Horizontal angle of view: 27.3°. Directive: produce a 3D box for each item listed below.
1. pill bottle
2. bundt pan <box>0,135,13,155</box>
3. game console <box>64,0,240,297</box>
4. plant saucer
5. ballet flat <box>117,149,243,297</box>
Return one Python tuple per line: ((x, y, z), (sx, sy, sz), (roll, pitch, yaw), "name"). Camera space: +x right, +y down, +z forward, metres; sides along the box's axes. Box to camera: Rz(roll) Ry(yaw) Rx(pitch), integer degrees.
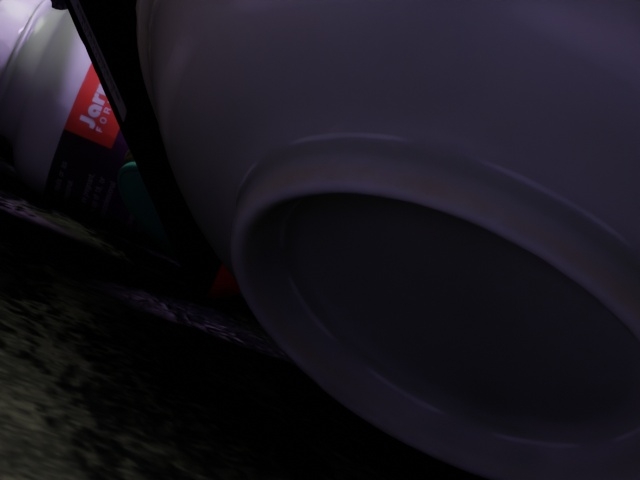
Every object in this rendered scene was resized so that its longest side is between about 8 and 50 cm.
((-0.125, -0.090, 1.091), (0.323, 0.181, 0.181), (22, 3, -7), "pill bottle")
((-0.205, -0.107, 1.393), (0.330, 0.124, 0.331), (23, 3, -1), "bundt pan")
((-0.094, -0.191, 0.787), (0.060, 0.387, 0.342), (-18, -18, -22), "game console")
((0.074, 0.012, 0.570), (0.400, 0.100, 0.400), (24, -30, 15), "plant saucer")
((0.000, 0.000, 0.915), (0.348, 0.123, 0.123), (28, 5, 40), "ballet flat")
